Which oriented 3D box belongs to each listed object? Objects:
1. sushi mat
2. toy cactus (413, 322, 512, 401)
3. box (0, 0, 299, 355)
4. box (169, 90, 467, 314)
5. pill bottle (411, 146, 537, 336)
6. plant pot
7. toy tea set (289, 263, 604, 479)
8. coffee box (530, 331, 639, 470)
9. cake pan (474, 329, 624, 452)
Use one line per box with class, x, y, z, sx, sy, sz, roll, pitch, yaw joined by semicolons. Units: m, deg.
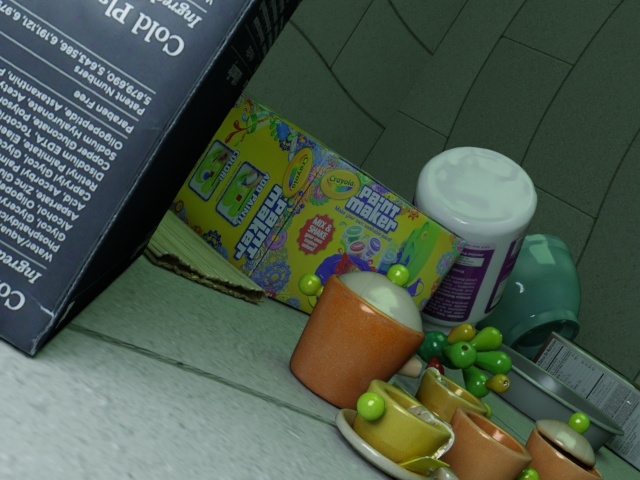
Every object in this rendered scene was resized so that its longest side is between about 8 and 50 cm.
sushi mat;-0.191;-0.032;0.935;0.316;0.019;0.151;37;6;41
toy cactus;0.130;0.135;1.016;0.180;0.112;0.219;15;5;10
box;-0.141;-0.136;0.580;0.179;0.313;0.343;32;5;-6
box;-0.023;-0.037;1.106;0.290;0.177;0.279;29;7;-45
pill bottle;0.203;0.021;1.293;0.169;0.169;0.302;35;-36;22
plant pot;0.474;0.152;1.995;0.293;0.293;0.196;28;34;-45
toy tea set;0.125;0.128;0.750;0.336;0.124;0.200;28;7;-41
coffee box;0.534;0.304;1.602;0.297;0.119;0.168;36;7;31
cake pan;0.350;0.245;1.414;0.293;0.054;0.293;33;5;-3
